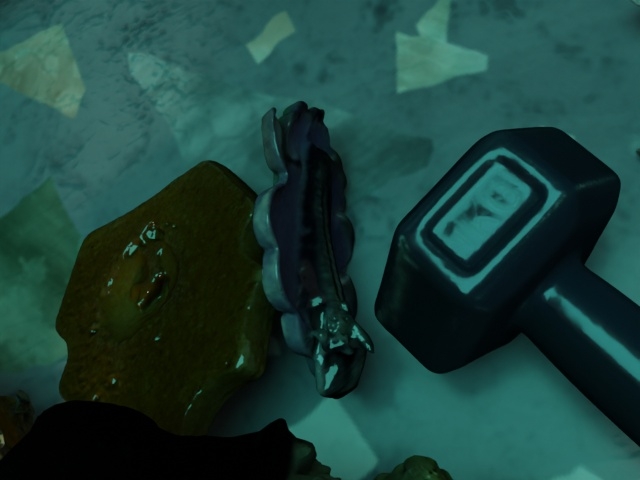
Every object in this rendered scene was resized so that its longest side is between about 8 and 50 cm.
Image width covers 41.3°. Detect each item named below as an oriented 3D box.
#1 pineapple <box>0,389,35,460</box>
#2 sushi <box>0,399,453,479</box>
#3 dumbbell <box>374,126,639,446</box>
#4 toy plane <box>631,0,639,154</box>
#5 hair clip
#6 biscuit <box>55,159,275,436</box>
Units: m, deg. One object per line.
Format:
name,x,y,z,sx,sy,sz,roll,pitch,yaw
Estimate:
pineapple,-0.327,0.198,0.480,0.352,0.300,0.352,-5,72,15
sushi,0.008,0.225,0.379,0.285,0.328,0.328,-15,54,-1
dumbbell,0.180,0.082,0.447,0.144,0.156,0.316,-34,65,-27
toy plane,0.312,-0.115,0.485,0.251,0.101,0.255,-48,67,12
hair clip,0.002,0.000,0.532,0.052,0.124,0.195,-11,71,18
biscuit,-0.100,0.055,0.562,0.182,0.034,0.215,-30,49,19
